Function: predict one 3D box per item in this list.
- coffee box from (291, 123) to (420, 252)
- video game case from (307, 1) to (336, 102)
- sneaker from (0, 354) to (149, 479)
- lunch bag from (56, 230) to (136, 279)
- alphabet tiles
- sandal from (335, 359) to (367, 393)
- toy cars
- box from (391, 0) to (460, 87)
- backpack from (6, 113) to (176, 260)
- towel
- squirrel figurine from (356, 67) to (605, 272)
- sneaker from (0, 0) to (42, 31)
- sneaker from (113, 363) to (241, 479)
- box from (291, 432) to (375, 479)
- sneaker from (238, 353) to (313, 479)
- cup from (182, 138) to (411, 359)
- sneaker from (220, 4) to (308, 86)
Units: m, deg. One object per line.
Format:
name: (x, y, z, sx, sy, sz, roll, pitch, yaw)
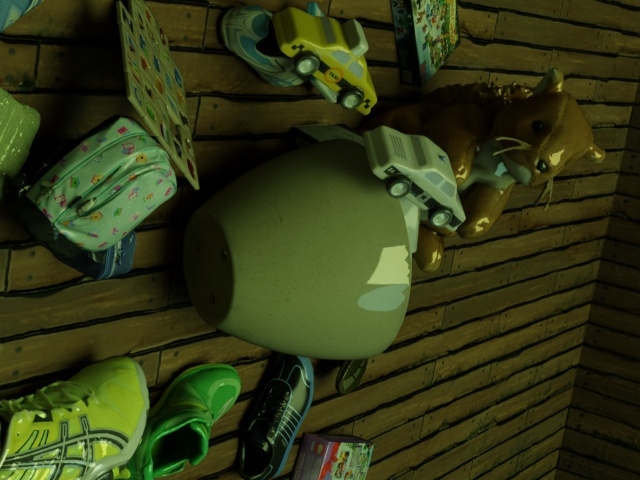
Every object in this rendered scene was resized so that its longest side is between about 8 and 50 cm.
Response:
coffee box: (0.051, -0.083, 2.017, 0.098, 0.246, 0.141, -7, 114, -28)
video game case: (0.003, -0.287, 2.005, 0.166, 0.015, 0.119, 28, 62, -77)
sneaker: (-0.348, 0.248, 1.605, 0.385, 0.145, 0.147, -44, 140, -45)
lunch bag: (-0.284, 0.009, 1.641, 0.065, 0.098, 0.067, -16, 122, -54)
alphabet tiles: (-0.206, -0.207, 1.618, 0.198, 0.009, 0.237, 57, 16, -53)
sandal: (0.057, 0.189, 2.380, 0.090, 0.060, 0.219, 79, 24, -49)
toy cars: (0.087, -0.181, 1.815, 0.087, 0.393, 0.176, -37, 180, 24)
box: (0.188, -0.413, 2.314, 0.159, 0.044, 0.233, -50, 143, -37)
backpack: (-0.264, -0.060, 1.545, 0.182, 0.115, 0.152, -39, 169, -3)
towel: (-0.383, -0.101, 1.489, 0.110, 0.027, 0.148, 39, 71, -58)
squirrel figurine: (0.297, -0.180, 2.242, 0.281, 0.370, 0.397, 56, 36, -17)
sneaker: (-0.376, -0.321, 1.287, 0.147, 0.130, 0.330, -61, 149, -28)
sneaker: (-0.200, 0.279, 1.896, 0.295, 0.124, 0.109, -35, 133, -50)
box: (-0.002, 0.506, 2.424, 0.201, 0.057, 0.293, 20, 87, -62)
sneaker: (-0.077, 0.295, 2.164, 0.090, 0.081, 0.232, 1, 104, -68)
cup: (-0.058, 0.026, 1.875, 0.237, 0.331, 0.331, -8, 113, -31)
sneaker: (-0.060, -0.278, 1.907, 0.237, 0.086, 0.085, 21, 83, -62)
